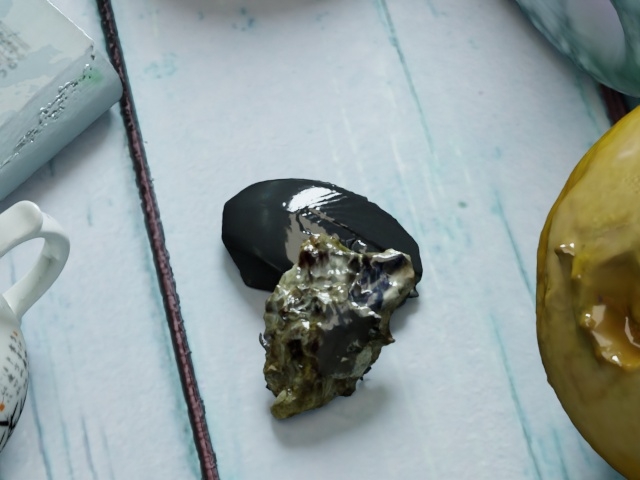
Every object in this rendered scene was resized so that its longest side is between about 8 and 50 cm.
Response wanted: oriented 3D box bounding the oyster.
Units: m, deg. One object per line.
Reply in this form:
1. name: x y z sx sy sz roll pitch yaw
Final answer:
1. oyster: 0.005 0.069 1.349 0.103 0.051 0.148 18 96 3

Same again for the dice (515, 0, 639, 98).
1. dice: 0.307 -0.341 1.446 0.328 0.330 0.348 -29 62 -16

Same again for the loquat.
1. loquat: 0.310 0.039 1.236 0.328 0.328 0.328 0 59 1

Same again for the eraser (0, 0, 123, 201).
1. eraser: -0.297 -0.105 1.450 0.174 0.081 0.227 43 66 7

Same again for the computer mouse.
1. computer mouse: 0.000 0.000 1.405 0.172 0.057 0.099 23 65 13

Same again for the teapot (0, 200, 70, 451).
1. teapot: -0.308 0.082 1.312 0.300 0.166 0.208 -43 55 -11
